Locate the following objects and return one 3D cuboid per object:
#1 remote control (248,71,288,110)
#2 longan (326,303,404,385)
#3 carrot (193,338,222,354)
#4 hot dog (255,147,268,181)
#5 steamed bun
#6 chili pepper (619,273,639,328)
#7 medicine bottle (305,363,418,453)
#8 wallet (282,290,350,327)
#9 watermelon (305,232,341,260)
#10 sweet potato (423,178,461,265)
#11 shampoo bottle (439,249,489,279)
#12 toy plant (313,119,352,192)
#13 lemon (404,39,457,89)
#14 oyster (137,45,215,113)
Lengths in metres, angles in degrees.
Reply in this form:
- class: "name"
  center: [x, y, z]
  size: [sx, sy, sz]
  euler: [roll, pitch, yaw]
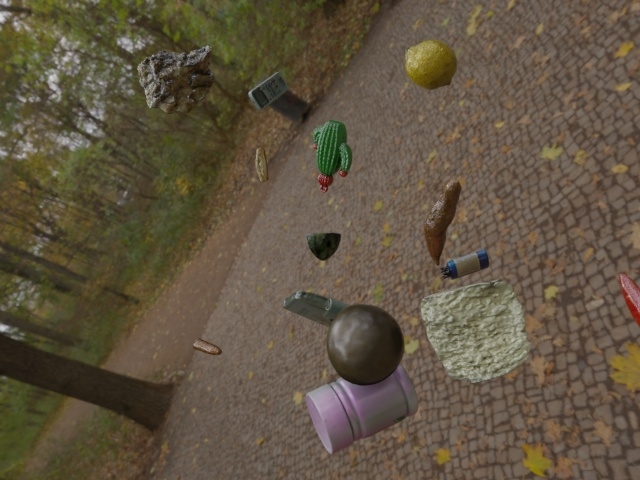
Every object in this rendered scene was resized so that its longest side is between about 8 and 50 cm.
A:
- class: "remote control"
  center: [-0.125, -0.362, 1.177]
  size: [0.018, 0.053, 0.124]
  euler: [-9, 30, 46]
- class: "longan"
  center: [0.136, 0.321, 1.510]
  size: [0.258, 0.258, 0.258]
  euler: [-48, 25, 32]
- class: "carrot"
  center: [-0.437, 0.418, 1.892]
  size: [0.139, 0.048, 0.048]
  euler: [7, 69, 37]
- class: "hot dog"
  center: [-0.218, -0.277, 1.787]
  size: [0.028, 0.044, 0.137]
  euler: [128, 134, -69]
- class: "steamed bun"
  center: [0.459, 0.283, 1.448]
  size: [0.273, 0.291, 0.272]
  euler: [52, -147, -68]
- class: "chili pepper"
  center: [0.814, 0.192, 1.199]
  size: [0.272, 0.064, 0.071]
  euler: [-95, 13, -47]
- class: "medicine bottle"
  center: [0.138, 0.542, 1.617]
  size: [0.212, 0.326, 0.212]
  euler: [55, 157, 38]
- class: "wallet"
  center: [0.038, 0.293, 1.944]
  size: [0.252, 0.361, 0.083]
  euler: [131, 160, -63]
- class: "watermelon"
  center: [0.000, 0.000, 1.884]
  size: [0.125, 0.135, 0.094]
  euler: [-57, 22, 13]
- class: "sweet potato"
  center: [0.436, -0.077, 1.785]
  size: [0.106, 0.095, 0.354]
  euler: [48, 141, 47]
- class: "shampoo bottle"
  center: [0.542, 0.097, 1.835]
  size: [0.183, 0.087, 0.050]
  euler: [-19, 37, 3]
- class: "toy plant"
  center: [0.043, -0.289, 1.660]
  size: [0.155, 0.088, 0.240]
  euler: [-3, 100, 40]
- class: "lemon"
  center: [0.256, -0.412, 1.137]
  size: [0.109, 0.133, 0.109]
  euler: [-56, 4, 6]
- class: "oyster"
  center: [-0.404, -0.464, 1.384]
  size: [0.083, 0.214, 0.222]
  euler: [132, 127, -64]
